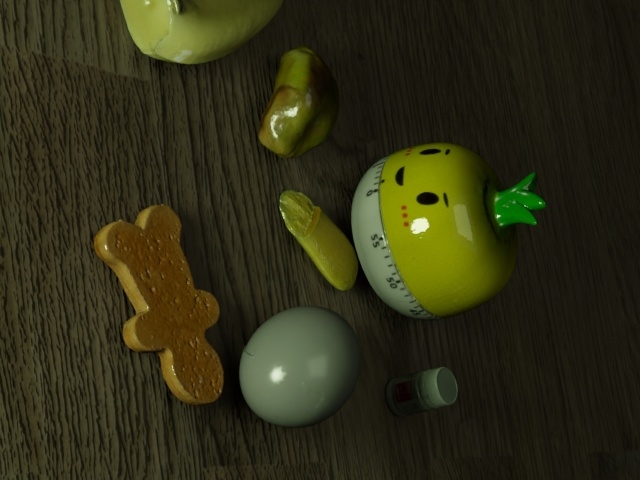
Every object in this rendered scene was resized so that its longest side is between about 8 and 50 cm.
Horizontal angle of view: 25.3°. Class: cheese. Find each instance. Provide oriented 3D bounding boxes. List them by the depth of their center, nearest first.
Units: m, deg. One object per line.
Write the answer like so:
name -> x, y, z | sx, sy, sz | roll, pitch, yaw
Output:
cheese -> -0.155, -0.375, 1.911 | 0.316, 0.128, 0.260 | -25, 103, -49

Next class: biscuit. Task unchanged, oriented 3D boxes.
biscuit -> -0.188, 0.085, 1.728 | 0.165, 0.036, 0.250 | -24, 91, -54

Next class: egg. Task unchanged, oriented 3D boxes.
egg -> -0.023, 0.159, 1.820 | 0.198, 0.146, 0.146 | -35, 103, -60

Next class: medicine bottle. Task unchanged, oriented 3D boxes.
medicine bottle -> 0.147, 0.219, 2.067 | 0.058, 0.091, 0.058 | 27, 54, -45

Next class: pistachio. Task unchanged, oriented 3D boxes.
pistachio -> -0.022, -0.194, 2.019 | 0.110, 0.100, 0.189 | 41, 44, -30

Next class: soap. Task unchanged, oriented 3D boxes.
soap -> 0.000, 0.000, 2.019 | 0.168, 0.033, 0.089 | 48, 35, -29

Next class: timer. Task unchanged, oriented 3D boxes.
timer -> 0.210, -0.028, 2.093 | 0.285, 0.285, 0.285 | 27, 55, -45
